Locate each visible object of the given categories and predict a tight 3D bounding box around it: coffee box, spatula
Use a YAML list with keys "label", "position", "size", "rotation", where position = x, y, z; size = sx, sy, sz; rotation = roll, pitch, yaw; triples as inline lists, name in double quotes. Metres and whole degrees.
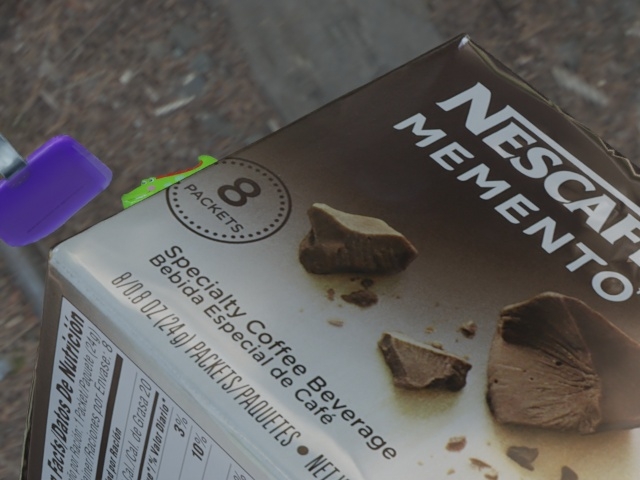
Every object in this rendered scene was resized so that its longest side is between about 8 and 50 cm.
- label: "coffee box"
  position: [0.076, 0.094, 0.500]
  size: [0.168, 0.119, 0.297]
  rotation: [-30, 59, -35]
- label: "spatula"
  position: [-0.222, -0.079, 1.145]
  size: [0.084, 0.030, 0.296]
  rotation: [-41, 141, -1]

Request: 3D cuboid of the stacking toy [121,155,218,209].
- label: "stacking toy"
  position: [0.000, 0.000, 1.094]
  size: [0.221, 0.052, 0.167]
  rotation: [-18, 131, -12]
